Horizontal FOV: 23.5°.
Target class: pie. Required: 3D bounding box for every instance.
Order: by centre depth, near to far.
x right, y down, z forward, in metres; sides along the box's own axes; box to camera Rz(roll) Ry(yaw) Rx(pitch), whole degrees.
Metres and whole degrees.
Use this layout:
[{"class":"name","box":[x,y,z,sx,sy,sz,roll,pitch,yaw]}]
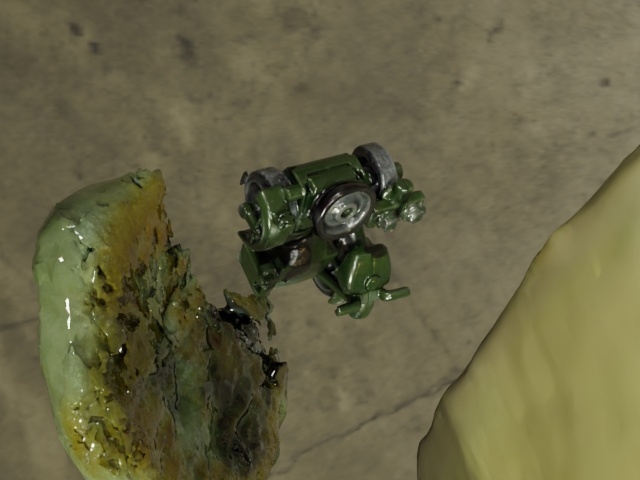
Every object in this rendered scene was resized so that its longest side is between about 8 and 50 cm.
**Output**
[{"class":"pie","box":[-0.139,0.115,1.388,0.078,0.371,0.296,-9,50,29]}]

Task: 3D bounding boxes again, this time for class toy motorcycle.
[{"class":"toy motorcycle","box":[0.000,0.000,1.642,0.127,0.205,0.275,58,149,26]}]

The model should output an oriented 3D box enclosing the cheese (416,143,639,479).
[{"class":"cheese","box":[0.142,0.118,0.412,0.242,0.124,0.265,113,147,-52]}]
